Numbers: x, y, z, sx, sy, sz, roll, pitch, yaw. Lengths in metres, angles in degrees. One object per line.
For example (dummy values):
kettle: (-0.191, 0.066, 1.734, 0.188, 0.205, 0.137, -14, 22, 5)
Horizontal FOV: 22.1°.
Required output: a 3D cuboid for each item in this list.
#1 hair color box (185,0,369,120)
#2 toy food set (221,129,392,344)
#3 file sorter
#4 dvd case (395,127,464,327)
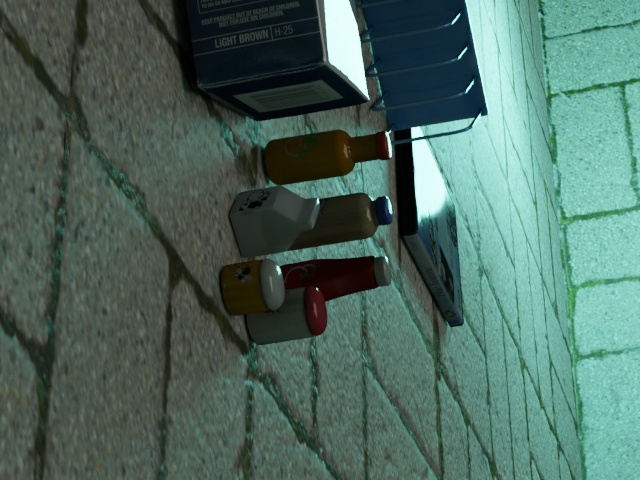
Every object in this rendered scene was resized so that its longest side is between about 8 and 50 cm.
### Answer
hair color box: (-0.049, -0.280, 1.283, 0.174, 0.105, 0.347, 22, 60, -77)
toy food set: (0.000, 0.000, 1.301, 0.232, 0.105, 0.111, -72, 150, -61)
file sorter: (0.109, -0.203, 1.835, 0.104, 0.118, 0.170, -52, 131, -67)
dvd case: (0.135, -0.026, 2.018, 0.253, 0.022, 0.180, 58, 26, -56)
